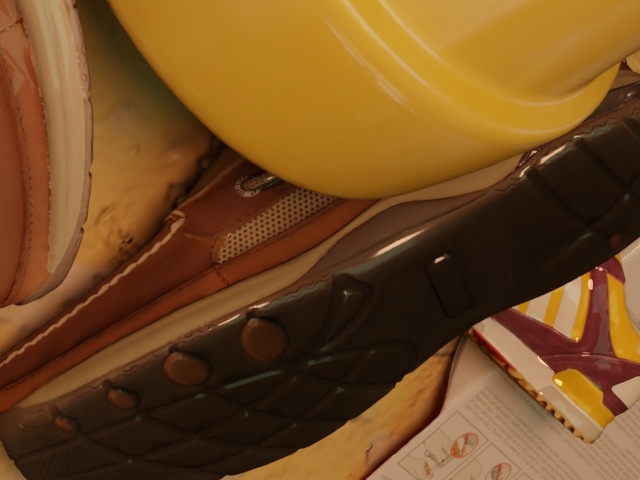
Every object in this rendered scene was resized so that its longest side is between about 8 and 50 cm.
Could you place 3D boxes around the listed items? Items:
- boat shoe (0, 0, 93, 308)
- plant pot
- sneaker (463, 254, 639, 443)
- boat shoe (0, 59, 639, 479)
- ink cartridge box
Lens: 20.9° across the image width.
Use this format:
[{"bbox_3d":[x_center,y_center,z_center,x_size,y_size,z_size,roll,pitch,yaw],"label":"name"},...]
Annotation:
[{"bbox_3d":[-0.159,-0.117,0.577,0.116,0.123,0.324,-20,119,-19],"label":"boat shoe"},{"bbox_3d":[0.074,-0.165,0.589,0.254,0.239,0.254,25,55,-43],"label":"plant pot"},{"bbox_3d":[0.102,0.016,0.874,0.084,0.069,0.185,-46,113,-2],"label":"sneaker"},{"bbox_3d":[0.000,0.000,0.771,0.324,0.120,0.123,-27,144,-6],"label":"boat shoe"},{"bbox_3d":[0.130,0.095,0.999,0.232,0.066,0.189,-38,136,8],"label":"ink cartridge box"}]
